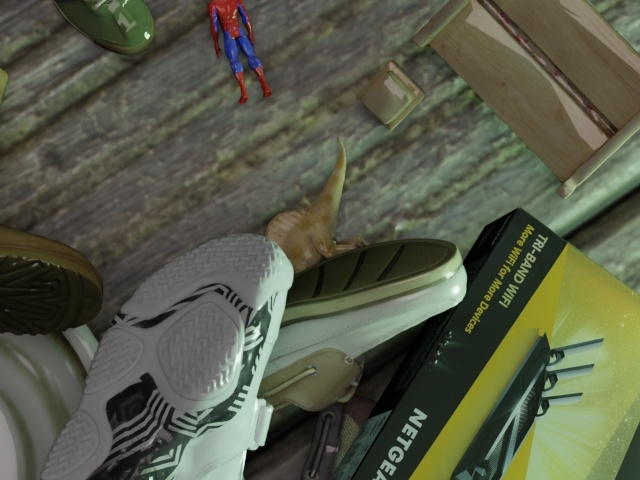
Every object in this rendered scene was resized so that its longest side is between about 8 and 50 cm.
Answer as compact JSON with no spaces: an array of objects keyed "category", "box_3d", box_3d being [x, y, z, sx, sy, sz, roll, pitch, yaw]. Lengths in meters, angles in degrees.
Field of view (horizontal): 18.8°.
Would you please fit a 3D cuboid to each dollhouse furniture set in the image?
[{"category":"dollhouse furniture set","box_3d":[0.271,-0.147,1.732,0.355,0.174,0.303,-43,87,18]}]

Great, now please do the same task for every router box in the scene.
[{"category":"router box","box_3d":[0.175,0.167,1.629,0.243,0.081,0.309,35,70,-8]}]

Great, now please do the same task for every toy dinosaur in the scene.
[{"category":"toy dinosaur","box_3d":[0.000,0.000,1.701,0.093,0.053,0.183,32,83,2]}]

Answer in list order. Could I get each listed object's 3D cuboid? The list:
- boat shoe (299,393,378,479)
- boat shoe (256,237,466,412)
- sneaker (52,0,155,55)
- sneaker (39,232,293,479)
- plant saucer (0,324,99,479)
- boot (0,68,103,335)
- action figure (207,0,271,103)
[{"category":"boat shoe","box_3d":[-0.013,0.261,1.652,0.092,0.103,0.285,22,77,9]},{"category":"boat shoe","box_3d":[-0.005,0.086,1.642,0.302,0.113,0.103,-19,106,22]},{"category":"sneaker","box_3d":[-0.221,-0.244,1.700,0.064,0.086,0.192,-41,87,-6]},{"category":"sneaker","box_3d":[-0.102,0.184,1.560,0.137,0.210,0.366,17,72,39]},{"category":"plant saucer","box_3d":[-0.357,0.193,1.639,0.400,0.100,0.400,0,84,-2]},{"category":"boot","box_3d":[-0.289,-0.057,1.613,0.236,0.089,0.269,9,45,-9]},{"category":"action figure","box_3d":[-0.076,-0.179,1.729,0.038,0.030,0.115,-16,80,-10]}]
